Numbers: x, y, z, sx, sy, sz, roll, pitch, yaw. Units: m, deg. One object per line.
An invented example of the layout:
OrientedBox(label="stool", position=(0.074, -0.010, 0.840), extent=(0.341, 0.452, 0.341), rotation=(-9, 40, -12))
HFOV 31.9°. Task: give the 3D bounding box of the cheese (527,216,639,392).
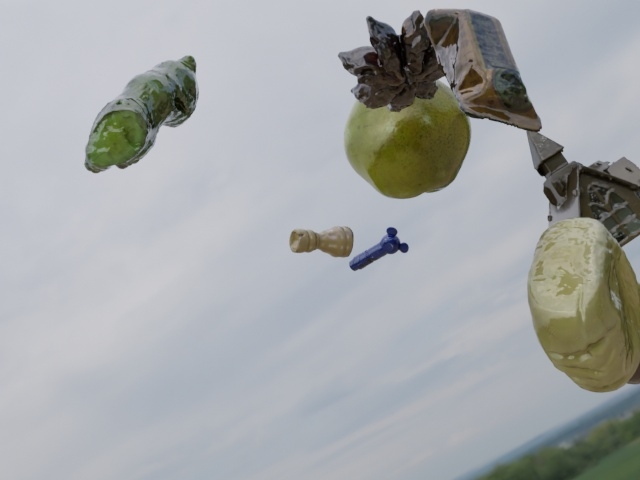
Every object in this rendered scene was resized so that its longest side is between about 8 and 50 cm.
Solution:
OrientedBox(label="cheese", position=(0.371, 0.086, 1.521), extent=(0.117, 0.226, 0.214), rotation=(-12, -47, 34))

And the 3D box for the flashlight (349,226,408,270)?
OrientedBox(label="flashlight", position=(0.104, 0.020, 2.048), extent=(0.121, 0.057, 0.035), rotation=(-32, 11, 30))

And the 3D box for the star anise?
OrientedBox(label="star anise", position=(0.156, -0.328, 2.111), extent=(0.223, 0.109, 0.236), rotation=(-18, -38, 6))

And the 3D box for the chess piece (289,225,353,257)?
OrientedBox(label="chess piece", position=(0.000, 0.000, 2.253), extent=(0.122, 0.066, 0.066), rotation=(3, -32, -30))

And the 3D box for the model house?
OrientedBox(label="model house", position=(0.426, -0.094, 1.822), extent=(0.176, 0.248, 0.181), rotation=(-33, -8, -11))

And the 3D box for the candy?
OrientedBox(label="candy", position=(0.248, -0.257, 1.704), extent=(0.143, 0.271, 0.101), rotation=(9, -50, -19))

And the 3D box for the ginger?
OrientedBox(label="ginger", position=(-0.238, -0.171, 1.519), extent=(0.290, 0.089, 0.137), rotation=(-63, -13, -54))

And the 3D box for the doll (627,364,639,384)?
OrientedBox(label="doll", position=(0.436, 0.143, 1.669), extent=(0.096, 0.188, 0.145), rotation=(-56, 19, 18))

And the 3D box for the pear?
OrientedBox(label="pear", position=(0.194, -0.242, 2.531), extent=(0.294, 0.294, 0.294), rotation=(-27, -16, -8))
